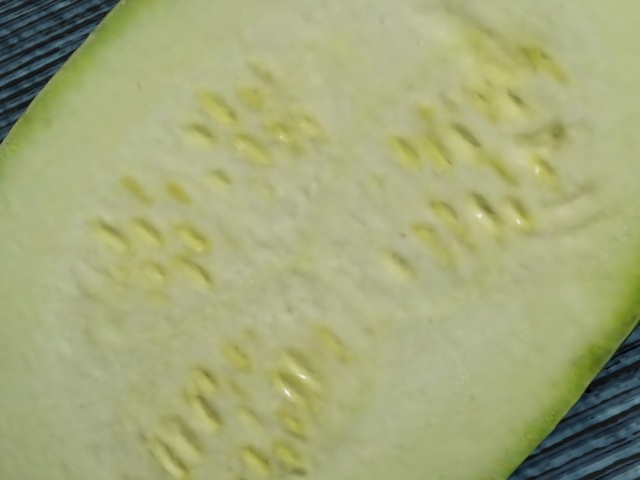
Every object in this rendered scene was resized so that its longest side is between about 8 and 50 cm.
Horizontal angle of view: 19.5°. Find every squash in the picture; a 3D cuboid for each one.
[{"bbox_3d":[0.000,0.000,0.556,0.189,0.189,0.260,30,71,36],"label":"squash"}]
